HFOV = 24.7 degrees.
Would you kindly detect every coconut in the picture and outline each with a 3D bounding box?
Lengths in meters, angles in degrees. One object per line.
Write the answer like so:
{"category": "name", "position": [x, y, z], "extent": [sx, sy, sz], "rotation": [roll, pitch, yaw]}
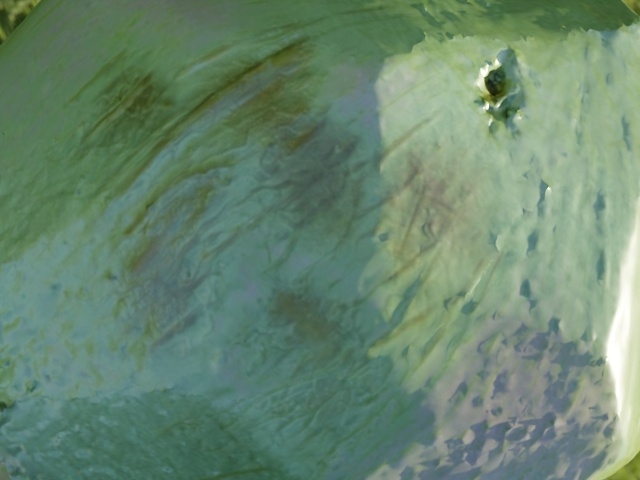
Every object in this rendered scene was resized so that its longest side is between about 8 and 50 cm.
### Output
{"category": "coconut", "position": [0.000, 0.000, 0.628], "extent": [0.328, 0.328, 0.281], "rotation": [-41, 173, 11]}
